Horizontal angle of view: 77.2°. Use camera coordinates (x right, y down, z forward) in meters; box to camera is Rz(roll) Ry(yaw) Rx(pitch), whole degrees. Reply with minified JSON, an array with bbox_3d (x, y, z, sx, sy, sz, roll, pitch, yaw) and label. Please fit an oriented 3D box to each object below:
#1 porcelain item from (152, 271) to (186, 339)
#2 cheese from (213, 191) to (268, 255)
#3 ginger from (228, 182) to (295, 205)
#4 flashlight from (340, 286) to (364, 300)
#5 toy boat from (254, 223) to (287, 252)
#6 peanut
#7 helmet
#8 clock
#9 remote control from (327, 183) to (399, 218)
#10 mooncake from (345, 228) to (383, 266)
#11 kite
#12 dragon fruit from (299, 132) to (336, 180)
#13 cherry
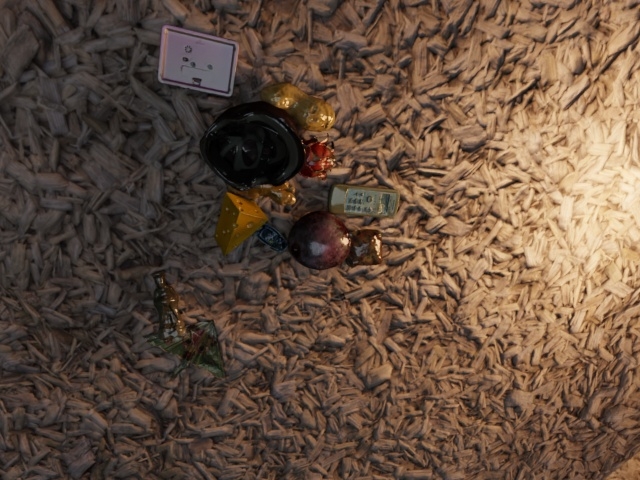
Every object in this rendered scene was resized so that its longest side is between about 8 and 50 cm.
[{"bbox_3d":[-0.490,0.203,1.281,0.081,0.069,0.215,-8,101,-5],"label":"porcelain item"},{"bbox_3d":[-0.265,-0.041,1.213,0.171,0.093,0.126,-49,150,19],"label":"cheese"},{"bbox_3d":[-0.170,-0.175,1.212,0.206,0.081,0.115,10,109,-10],"label":"ginger"},{"bbox_3d":[0.111,0.187,1.408,0.084,0.018,0.018,-20,111,-4],"label":"flashlight"},{"bbox_3d":[-0.162,-0.014,1.272,0.060,0.061,0.137,-45,109,5],"label":"toy boat"},{"bbox_3d":[-0.063,-0.383,1.152,0.230,0.103,0.098,21,105,-18],"label":"peanut"},{"bbox_3d":[-0.166,-0.275,1.098,0.306,0.177,0.224,-9,131,21],"label":"helmet"},{"bbox_3d":[-0.330,-0.481,1.093,0.198,0.063,0.149,8,106,-12],"label":"clock"},{"bbox_3d":[0.140,-0.127,1.305,0.234,0.038,0.097,4,107,-13],"label":"remote control"},{"bbox_3d":[0.145,0.024,1.336,0.130,0.073,0.125,-6,107,-10],"label":"mooncake"},{"bbox_3d":[-0.440,0.372,1.369,0.323,0.013,0.267,32,98,-16],"label":"kite"},{"bbox_3d":[-0.022,-0.246,1.203,0.142,0.130,0.121,-8,75,-7],"label":"dragon fruit"},{"bbox_3d":[-0.008,0.004,1.232,0.195,0.195,0.194,-3,108,-10],"label":"cherry"}]
